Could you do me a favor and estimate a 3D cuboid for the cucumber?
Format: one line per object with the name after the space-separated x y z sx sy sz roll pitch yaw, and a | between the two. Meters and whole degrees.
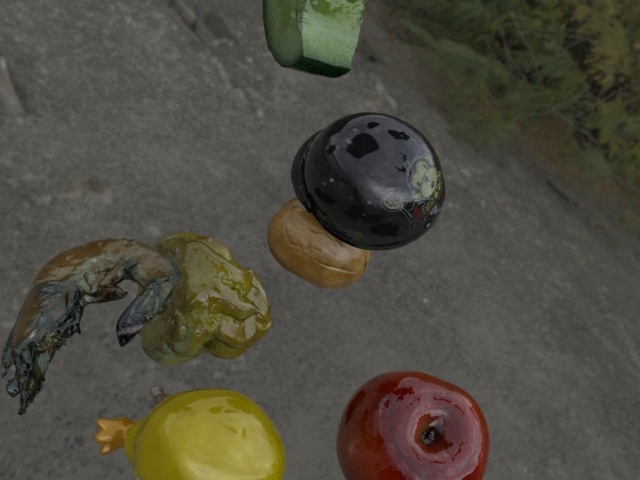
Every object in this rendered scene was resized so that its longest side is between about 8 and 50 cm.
-0.003 -0.340 1.109 0.130 0.191 0.191 9 38 -26 | cucumber

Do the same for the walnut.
0.000 0.000 1.421 0.197 0.165 0.165 27 22 23 | walnut

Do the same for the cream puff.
-0.261 0.143 1.763 0.257 0.324 0.291 14 62 -34 | cream puff

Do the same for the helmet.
0.078 -0.121 1.287 0.279 0.230 0.160 32 -14 13 | helmet

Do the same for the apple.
0.155 0.348 1.302 0.260 0.216 0.260 8 62 -15 | apple

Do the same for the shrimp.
-0.398 0.132 1.330 0.272 0.085 0.445 0 34 8 | shrimp

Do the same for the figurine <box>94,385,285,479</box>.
-0.202 0.311 1.127 0.215 0.343 0.187 24 67 -34 | figurine
